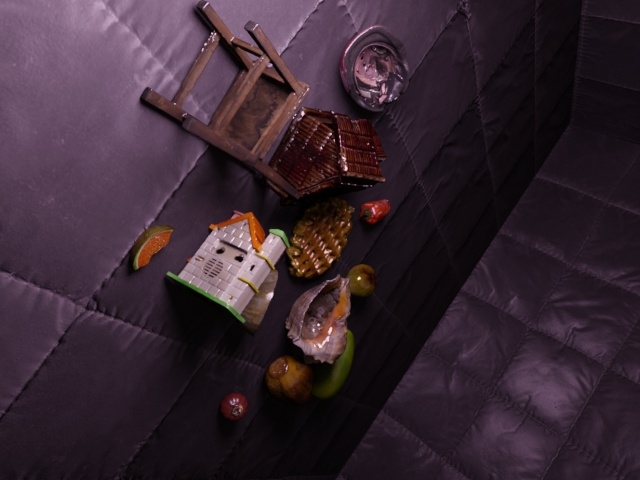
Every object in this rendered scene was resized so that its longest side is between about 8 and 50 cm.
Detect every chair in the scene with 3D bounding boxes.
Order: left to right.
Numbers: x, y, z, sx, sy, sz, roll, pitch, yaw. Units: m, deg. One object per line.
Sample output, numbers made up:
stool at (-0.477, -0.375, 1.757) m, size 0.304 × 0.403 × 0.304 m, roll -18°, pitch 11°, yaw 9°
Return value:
chair at (-0.146, -0.292, 1.087) m, size 0.240 × 0.203 × 0.416 m, roll -58°, pitch 149°, yaw 3°

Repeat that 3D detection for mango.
mango at (0.054, 0.540, 2.081) m, size 0.192 × 0.156 × 0.343 m, roll 2°, pitch 111°, yaw -64°

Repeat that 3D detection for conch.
conch at (-0.021, 0.287, 1.744) m, size 0.297 × 0.210 × 0.352 m, roll 14°, pitch 84°, yaw -56°

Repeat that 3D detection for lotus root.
lotus root at (-0.123, 0.534, 1.826) m, size 0.193 × 0.193 × 0.291 m, roll -50°, pitch 152°, yaw -15°

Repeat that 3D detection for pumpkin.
pumpkin at (-0.212, 0.179, 1.449) m, size 0.110 × 0.217 × 0.217 m, roll 19°, pitch 103°, yaw -18°

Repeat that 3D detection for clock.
clock at (-0.229, 0.053, 1.249) m, size 0.255 × 0.220 × 0.106 m, roll -56°, pitch 150°, yaw -20°

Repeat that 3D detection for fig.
fig at (0.166, 0.166, 1.953) m, size 0.153 × 0.121 × 0.135 m, roll -1°, pitch 80°, yaw -33°

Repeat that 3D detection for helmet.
helmet at (0.142, -0.496, 1.361) m, size 0.198 × 0.154 × 0.253 m, roll -40°, pitch 129°, yaw 6°

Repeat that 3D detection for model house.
model house at (0.052, -0.208, 1.343) m, size 0.317 × 0.283 × 0.297 m, roll -3°, pitch 118°, yaw -52°

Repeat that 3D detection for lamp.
lamp at (-0.308, 0.593, 1.690) m, size 0.101 × 0.090 × 0.101 m, roll -2°, pitch 97°, yaw -18°

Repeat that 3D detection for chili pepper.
chili pepper at (0.195, -0.105, 1.811) m, size 0.192 × 0.084 × 0.086 m, roll -25°, pitch 118°, yaw -48°

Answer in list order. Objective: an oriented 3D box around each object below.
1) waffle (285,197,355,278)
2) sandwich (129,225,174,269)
waffle at (0.000, 0.000, 1.645) m, size 0.302 × 0.068 × 0.324 m, roll -15°, pitch 126°, yaw -48°
sandwich at (-0.408, 0.010, 1.132) m, size 0.135 × 0.029 × 0.067 m, roll -51°, pitch 152°, yaw -14°
